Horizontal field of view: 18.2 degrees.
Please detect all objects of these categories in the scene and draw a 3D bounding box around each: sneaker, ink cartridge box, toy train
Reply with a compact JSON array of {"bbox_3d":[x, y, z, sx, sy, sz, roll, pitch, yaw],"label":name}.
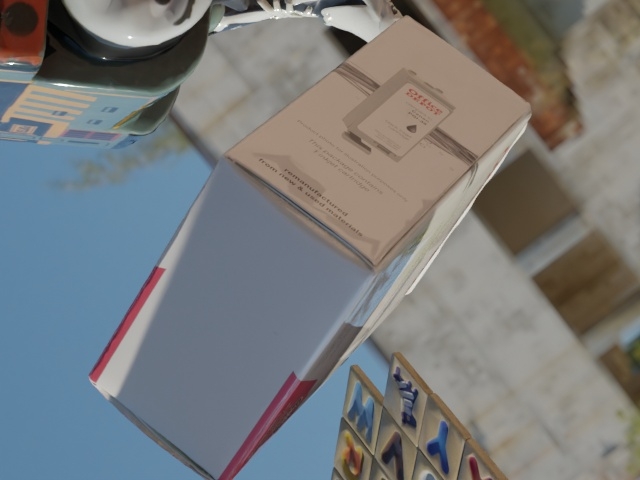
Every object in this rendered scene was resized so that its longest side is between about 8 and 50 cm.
[{"bbox_3d":[-0.035,-0.226,1.914,0.235,0.153,0.094,44,-175,0],"label":"sneaker"},{"bbox_3d":[0.000,0.000,1.296,0.117,0.207,0.283,37,-147,7],"label":"ink cartridge box"},{"bbox_3d":[-0.146,-0.110,0.925,0.334,0.190,0.142,163,110,-76],"label":"toy train"}]

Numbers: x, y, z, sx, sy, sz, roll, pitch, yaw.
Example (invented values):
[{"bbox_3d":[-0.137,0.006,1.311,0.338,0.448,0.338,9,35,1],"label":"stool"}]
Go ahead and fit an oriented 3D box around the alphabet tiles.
[{"bbox_3d":[0.079,0.273,1.637,0.011,0.342,0.285,-12,-140,-27],"label":"alphabet tiles"}]
